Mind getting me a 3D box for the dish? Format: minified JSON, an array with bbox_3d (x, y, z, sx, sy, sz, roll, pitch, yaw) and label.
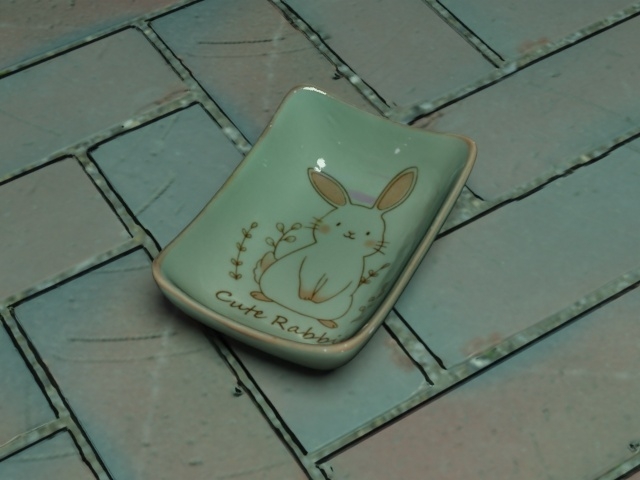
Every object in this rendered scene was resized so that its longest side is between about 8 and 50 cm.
[{"bbox_3d":[0.000,0.000,0.861,0.151,0.077,0.212,21,53,20],"label":"dish"}]
